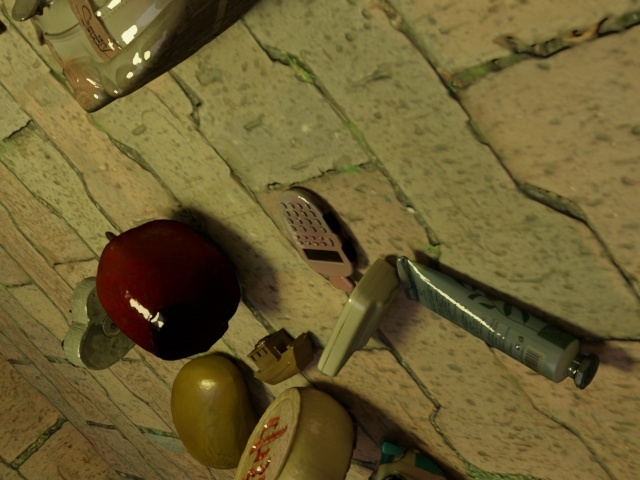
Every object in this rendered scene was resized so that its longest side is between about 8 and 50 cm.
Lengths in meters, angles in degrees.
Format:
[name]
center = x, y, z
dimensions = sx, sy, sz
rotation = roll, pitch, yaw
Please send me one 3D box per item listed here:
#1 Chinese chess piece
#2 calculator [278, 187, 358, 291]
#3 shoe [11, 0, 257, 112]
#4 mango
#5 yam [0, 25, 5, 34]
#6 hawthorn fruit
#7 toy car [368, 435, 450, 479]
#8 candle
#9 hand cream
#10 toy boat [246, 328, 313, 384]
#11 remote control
[Chinese chess piece]
center = -0.050, 0.376, 1.507
dimensions = 0.112, 0.270, 0.270
rotation = 29, 154, -13
[calculator]
center = 0.000, 0.000, 1.181
dimensions = 0.103, 0.024, 0.166
rotation = 4, 131, 49
[shoe]
center = -0.217, -0.260, 0.942
dimensions = 0.351, 0.172, 0.198
rotation = -11, 118, 55
[mango]
center = -0.217, 0.342, 1.824
dimensions = 0.195, 0.142, 0.331
rotation = 21, 138, 27
[yam]
center = -0.536, -0.359, 1.360
dimensions = 0.145, 0.032, 0.032
rotation = 45, 152, -6
[hawthorn fruit]
center = -0.248, 0.067, 1.403
dimensions = 0.250, 0.215, 0.215
rotation = 32, 150, 16
[toy car]
center = 0.159, 0.378, 1.456
dimensions = 0.162, 0.098, 0.126
rotation = 9, 175, 4
[candle]
center = -0.437, 0.172, 1.862
dimensions = 0.068, 0.192, 0.169
rotation = 11, -178, 44
[hand cream]
center = 0.193, 0.093, 1.034
dimensions = 0.256, 0.055, 0.088
rotation = 26, 155, 33
[toy boat]
center = -0.068, 0.189, 1.497
dimensions = 0.077, 0.057, 0.200
rotation = 50, 152, -1
[remote control]
center = 0.052, 0.107, 1.192
dimensions = 0.049, 0.090, 0.230
rotation = 34, 150, 8
